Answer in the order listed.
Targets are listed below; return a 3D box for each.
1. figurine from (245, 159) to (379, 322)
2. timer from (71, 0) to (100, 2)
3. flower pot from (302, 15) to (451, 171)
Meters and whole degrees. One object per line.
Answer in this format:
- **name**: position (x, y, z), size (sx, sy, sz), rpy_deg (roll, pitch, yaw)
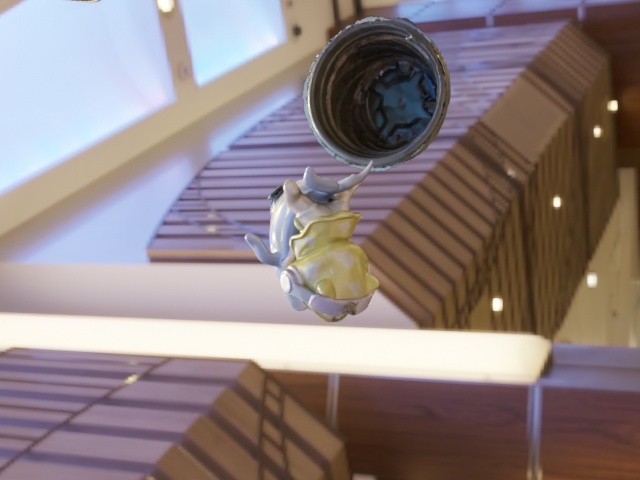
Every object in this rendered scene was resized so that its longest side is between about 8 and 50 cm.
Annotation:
- **figurine**: position (0.000, 0.000, 1.234), size (0.128, 0.184, 0.209), rpy_deg (-10, -46, -34)
- **timer**: position (-0.371, -0.441, 1.161), size (0.290, 0.290, 0.315), rpy_deg (-20, -59, -63)
- **flower pot**: position (0.104, -0.220, 1.615), size (0.140, 0.235, 0.236), rpy_deg (-2, -88, -67)
